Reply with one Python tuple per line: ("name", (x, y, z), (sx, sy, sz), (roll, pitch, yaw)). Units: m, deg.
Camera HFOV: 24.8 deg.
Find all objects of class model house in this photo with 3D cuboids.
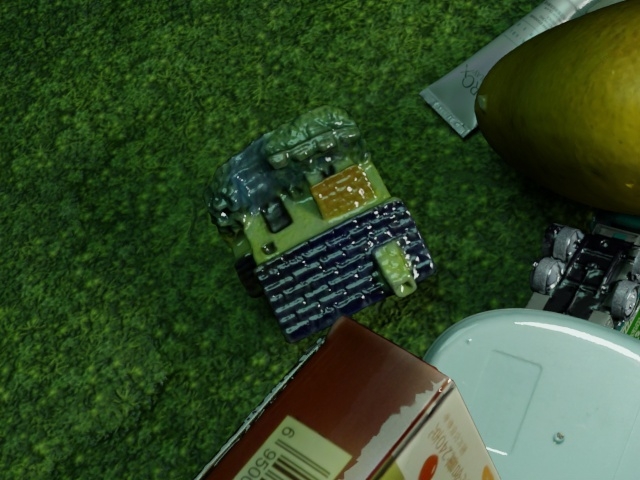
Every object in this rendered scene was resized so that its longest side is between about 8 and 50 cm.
("model house", (0.000, 0.000, 1.565), (0.194, 0.170, 0.211), (-26, 48, -2))

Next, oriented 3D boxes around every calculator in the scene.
("calculator", (0.221, 0.162, 1.297), (0.042, 0.295, 0.184), (-147, 76, -76))

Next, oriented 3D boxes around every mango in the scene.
("mango", (0.316, -0.132, 1.462), (0.301, 0.221, 0.445), (-13, 8, -32))

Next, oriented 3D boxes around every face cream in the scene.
("face cream", (0.236, -0.223, 1.725), (0.243, 0.058, 0.092), (-39, 53, -2))

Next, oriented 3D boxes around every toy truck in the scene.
("toy truck", (0.257, 0.077, 1.423), (0.114, 0.124, 0.253), (17, 63, 33))

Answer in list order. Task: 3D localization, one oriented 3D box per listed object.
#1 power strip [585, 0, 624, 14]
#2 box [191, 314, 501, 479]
("power strip", (0.387, -0.280, 1.686), (0.227, 0.080, 0.029), (-35, 45, -7))
("box", (0.009, 0.310, 1.160), (0.122, 0.385, 0.344), (28, 67, 38))
